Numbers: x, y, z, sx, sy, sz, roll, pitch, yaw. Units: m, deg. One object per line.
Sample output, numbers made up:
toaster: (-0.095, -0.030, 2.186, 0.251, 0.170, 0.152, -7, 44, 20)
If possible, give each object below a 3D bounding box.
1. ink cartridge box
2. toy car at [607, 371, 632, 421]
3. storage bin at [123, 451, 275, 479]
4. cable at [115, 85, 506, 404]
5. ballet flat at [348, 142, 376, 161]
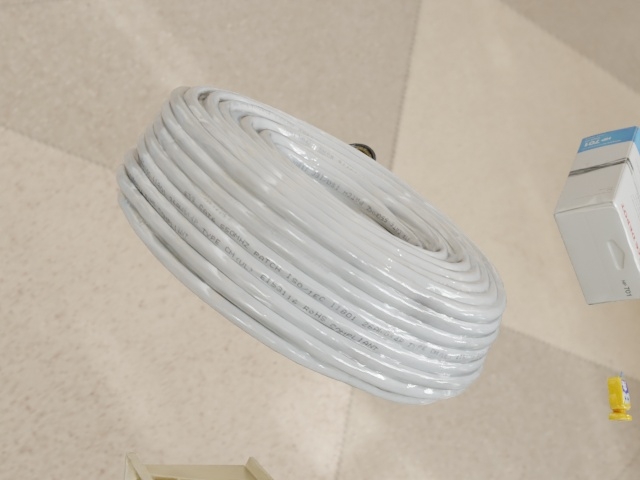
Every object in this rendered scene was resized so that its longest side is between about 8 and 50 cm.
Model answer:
ink cartridge box: (0.361, -0.032, 1.459, 0.140, 0.082, 0.191, 65, 34, -23)
toy car: (0.249, 0.100, 0.802, 0.122, 0.060, 0.041, 9, 71, -39)
storage bin: (-0.092, 0.342, 0.993, 0.123, 0.260, 0.262, 4, 96, -19)
cable: (0.000, 0.000, 0.732, 0.257, 0.089, 0.257, 29, 13, -24)
ballet flat: (-0.011, -0.085, 1.419, 0.203, 0.074, 0.074, -10, 73, -40)
